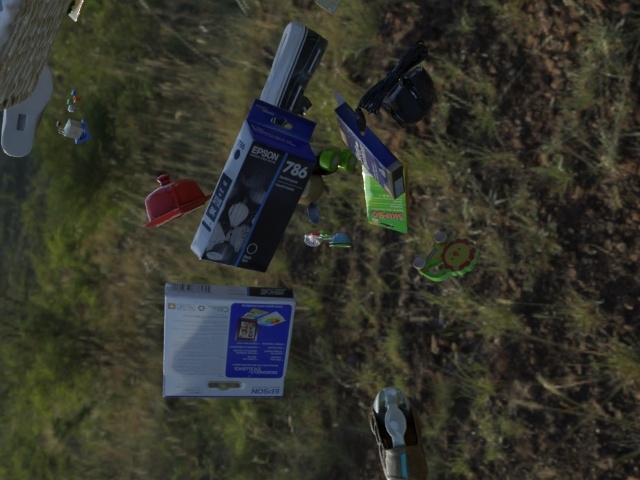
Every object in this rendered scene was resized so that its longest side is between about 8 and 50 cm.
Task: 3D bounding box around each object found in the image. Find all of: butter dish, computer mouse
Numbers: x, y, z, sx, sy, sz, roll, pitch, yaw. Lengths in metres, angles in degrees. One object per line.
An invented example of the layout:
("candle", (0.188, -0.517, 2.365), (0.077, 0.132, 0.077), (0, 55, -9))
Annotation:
("butter dish", (-0.391, -0.119, 1.903), (0.160, 0.160, 0.118), (-24, 95, 34))
("computer mouse", (0.152, -0.252, 1.382), (0.184, 0.262, 0.060), (-45, 75, -3))

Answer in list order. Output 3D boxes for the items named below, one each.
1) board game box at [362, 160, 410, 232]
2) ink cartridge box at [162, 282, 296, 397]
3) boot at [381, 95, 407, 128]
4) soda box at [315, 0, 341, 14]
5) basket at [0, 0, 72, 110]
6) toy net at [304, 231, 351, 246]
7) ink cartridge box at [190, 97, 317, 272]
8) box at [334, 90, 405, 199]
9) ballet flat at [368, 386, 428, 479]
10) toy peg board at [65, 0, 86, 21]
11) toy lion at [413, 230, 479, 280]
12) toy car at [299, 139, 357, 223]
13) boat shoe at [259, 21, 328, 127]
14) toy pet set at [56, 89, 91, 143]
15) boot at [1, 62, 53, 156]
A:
("board game box", (0.183, -0.125, 1.987), (0.039, 0.124, 0.259), (-57, -27, -35))
("ink cartridge box", (-0.227, 0.247, 1.754), (0.072, 0.304, 0.307), (-103, 19, -55))
("boot", (0.178, -0.301, 1.545), (0.087, 0.118, 0.042), (-41, 16, 16))
("soda box", (0.060, -0.744, 2.072), (0.181, 0.061, 0.058), (-54, 14, 15))
("basket", (-0.597, -0.405, 1.153), (0.328, 0.331, 0.266), (-56, 5, 21))
("toy net", (0.000, 0.000, 2.384), (0.232, 0.122, 0.045), (-4, 86, 59))
("ink cartridge box", (-0.121, -0.102, 1.452), (0.065, 0.165, 0.332), (39, 110, 50))
("box", (0.092, -0.197, 1.502), (0.225, 0.036, 0.136), (53, 175, 22))
("ballet flat", (0.162, 0.398, 1.572), (0.342, 0.116, 0.124), (-89, -10, -72))
("toy peg board", (-0.647, -0.607, 1.721), (0.079, 0.160, 0.161), (-48, 11, -28))
("toy lion", (0.233, 0.034, 1.311), (0.100, 0.034, 0.096), (-49, 48, -6))
("toy car", (-0.022, -0.139, 1.719), (0.155, 0.149, 0.188), (20, 105, 31))
("boat shoe", (-0.073, -0.335, 1.692), (0.121, 0.119, 0.335), (-124, 54, -71))
("toy pet set", (-0.673, -0.332, 2.009), (0.122, 0.065, 0.114), (-53, 43, 25))
("boot", (-0.661, -0.319, 1.612), (0.258, 0.095, 0.123), (-55, 38, 34))
